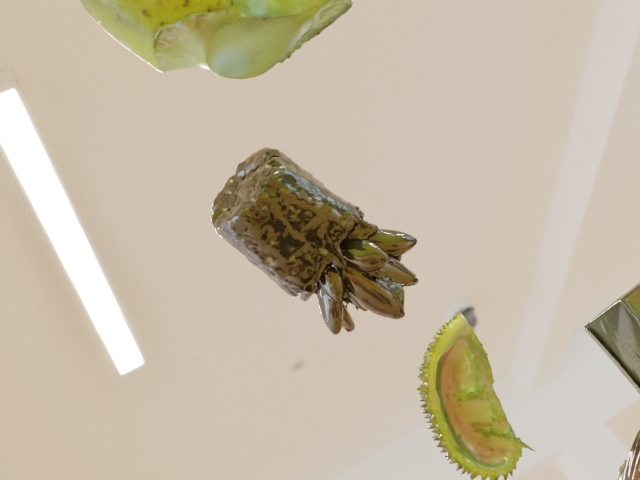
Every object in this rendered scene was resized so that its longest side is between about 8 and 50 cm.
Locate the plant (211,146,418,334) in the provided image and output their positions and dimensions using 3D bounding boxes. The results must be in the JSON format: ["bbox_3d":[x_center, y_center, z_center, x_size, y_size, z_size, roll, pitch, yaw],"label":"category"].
[{"bbox_3d":[0.000,0.000,1.223,0.320,0.181,0.194,38,-85,-27],"label":"plant"}]

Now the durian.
[{"bbox_3d":[0.294,0.335,1.605,0.169,0.352,0.158,-23,9,15],"label":"durian"}]

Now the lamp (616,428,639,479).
[{"bbox_3d":[0.405,0.262,0.785,0.246,0.247,0.247,-24,-37,-19],"label":"lamp"}]

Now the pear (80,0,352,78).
[{"bbox_3d":[-0.128,-0.317,0.821,0.281,0.287,0.176,-11,-6,-37],"label":"pear"}]

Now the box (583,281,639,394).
[{"bbox_3d":[0.591,0.175,1.334,0.155,0.231,0.149,-31,-17,-19],"label":"box"}]
